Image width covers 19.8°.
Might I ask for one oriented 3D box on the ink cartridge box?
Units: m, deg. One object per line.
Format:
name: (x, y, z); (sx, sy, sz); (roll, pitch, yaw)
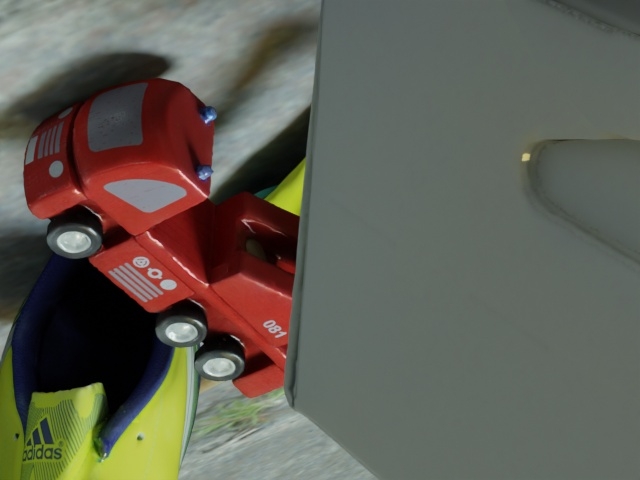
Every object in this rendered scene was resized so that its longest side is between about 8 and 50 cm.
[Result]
ink cartridge box: (0.227, 0.004, 0.525); (0.395, 0.285, 0.166); (-9, 117, -32)

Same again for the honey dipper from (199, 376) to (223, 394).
honey dipper: (-0.053, 0.070, 0.977); (0.160, 0.030, 0.030); (-28, 161, 25)

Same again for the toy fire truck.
toy fire truck: (0.000, 0.000, 0.673); (0.135, 0.047, 0.192); (-24, 133, 24)

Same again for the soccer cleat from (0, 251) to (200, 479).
soccer cleat: (-0.099, 0.118, 0.700); (0.093, 0.289, 0.121); (1, 140, 2)

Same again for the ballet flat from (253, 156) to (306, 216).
ballet flat: (0.015, -0.007, 0.766); (0.077, 0.077, 0.231); (-7, 156, -35)
